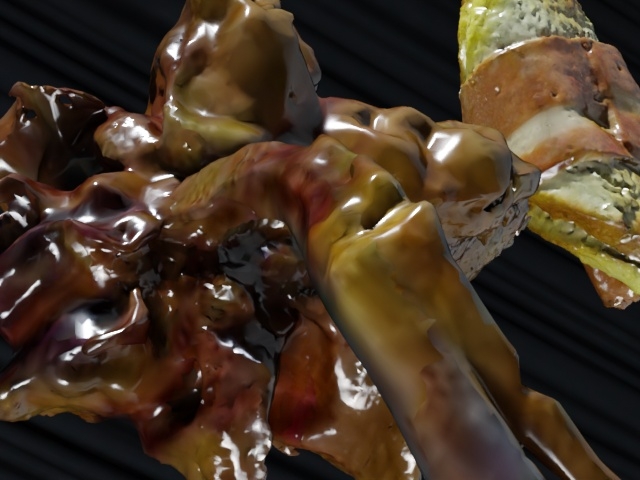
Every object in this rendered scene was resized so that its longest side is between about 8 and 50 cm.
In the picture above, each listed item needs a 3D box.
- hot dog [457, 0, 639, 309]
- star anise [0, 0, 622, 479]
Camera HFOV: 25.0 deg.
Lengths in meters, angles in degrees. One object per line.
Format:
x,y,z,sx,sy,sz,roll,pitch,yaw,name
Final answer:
0.142,-0.058,0.863,0.093,0.123,0.262,-43,54,42,hot dog
-0.002,0.011,0.460,0.346,0.237,0.148,-123,43,-56,star anise
